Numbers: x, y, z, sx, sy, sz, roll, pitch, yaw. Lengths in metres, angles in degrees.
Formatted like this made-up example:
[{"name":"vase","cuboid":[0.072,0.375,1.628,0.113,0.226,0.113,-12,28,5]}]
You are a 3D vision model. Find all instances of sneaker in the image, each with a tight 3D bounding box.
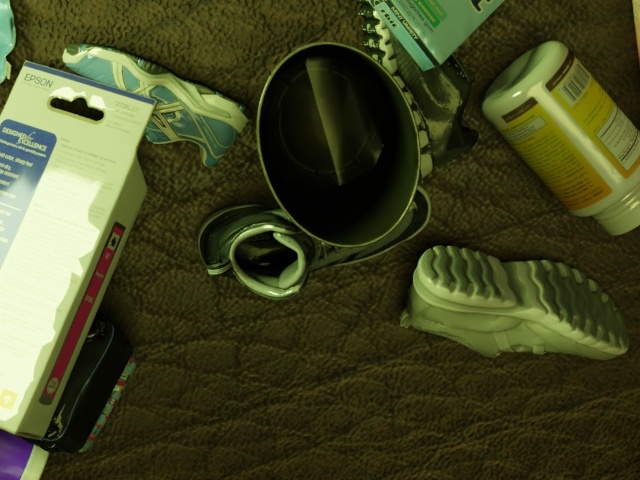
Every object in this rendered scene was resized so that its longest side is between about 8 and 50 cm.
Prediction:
[{"name":"sneaker","cuboid":[0.112,-0.189,1.412,0.106,0.078,0.234,-20,106,-8]},{"name":"sneaker","cuboid":[-0.182,-0.150,1.385,0.211,0.080,0.081,25,97,-10]},{"name":"sneaker","cuboid":[0.000,0.000,1.403,0.269,0.153,0.101,-12,105,-3]},{"name":"sneaker","cuboid":[0.224,0.085,1.496,0.281,0.105,0.115,17,135,-14]}]

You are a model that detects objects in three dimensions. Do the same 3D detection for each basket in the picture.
[{"name":"basket","cuboid":[0.006,-0.118,1.337,0.154,0.227,0.204,-18,106,-2]}]

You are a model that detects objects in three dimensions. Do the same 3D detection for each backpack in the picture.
[{"name":"backpack","cuboid":[-0.314,0.138,1.416,0.173,0.117,0.158,20,74,18]}]

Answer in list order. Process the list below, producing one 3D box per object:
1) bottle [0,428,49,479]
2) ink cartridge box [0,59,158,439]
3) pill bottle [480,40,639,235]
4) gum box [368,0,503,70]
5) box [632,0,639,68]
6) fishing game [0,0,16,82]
[{"name":"bottle","cuboid":[-0.444,0.209,1.426,0.283,0.118,0.092,23,100,-10]},{"name":"ink cartridge box","cuboid":[-0.303,0.006,1.349,0.176,0.069,0.370,18,83,21]},{"name":"pill bottle","cuboid":[0.286,-0.109,1.425,0.117,0.117,0.215,-42,104,5]},{"name":"gum box","cuboid":[0.127,-0.298,1.361,0.184,0.041,0.157,-46,105,-22]},{"name":"box","cuboid":[0.445,-0.168,1.414,0.154,0.142,0.299,-12,105,-3]},{"name":"fishing game","cuboid":[-0.418,-0.220,1.364,0.189,0.041,0.264,16,102,-7]}]
